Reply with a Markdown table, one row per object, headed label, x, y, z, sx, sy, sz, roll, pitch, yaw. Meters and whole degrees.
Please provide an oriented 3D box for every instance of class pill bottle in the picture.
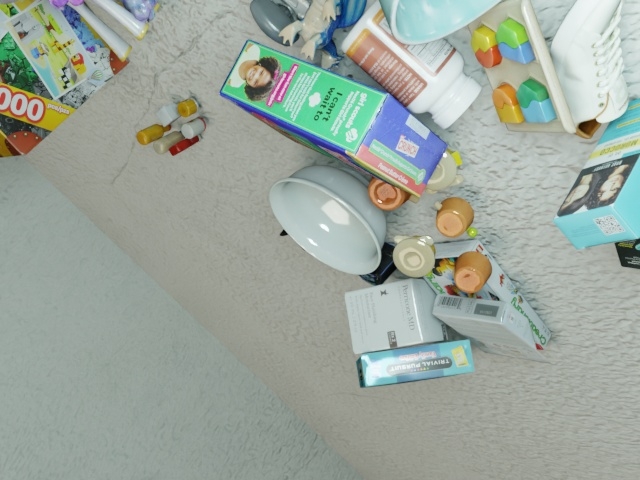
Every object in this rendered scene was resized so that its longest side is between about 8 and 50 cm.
| label | x | y | z | sx | sy | sz | roll | pitch | yaw |
| --- | --- | --- | --- | --- | --- | --- | --- | --- | --- |
| pill bottle | 0.149 | -0.283 | 1.159 | 0.216 | 0.121 | 0.121 | 41 | 154 | -5 |

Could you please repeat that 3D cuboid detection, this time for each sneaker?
| label | x | y | z | sx | sy | sz | roll | pitch | yaw |
| --- | --- | --- | --- | --- | --- | --- | --- | --- | --- |
| sneaker | 0.374 | -0.239 | 0.967 | 0.123 | 0.106 | 0.290 | 37 | 166 | 18 |

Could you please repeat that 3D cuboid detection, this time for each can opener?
| label | x | y | z | sx | sy | sz | roll | pitch | yaw |
| --- | --- | --- | --- | --- | --- | --- | --- | --- | --- |
| can opener | -0.129 | -0.465 | 1.265 | 0.280 | 0.093 | 0.074 | 44 | 155 | -1 |

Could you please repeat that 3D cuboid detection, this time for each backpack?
| label | x | y | z | sx | sy | sz | roll | pitch | yaw |
| --- | --- | --- | --- | --- | --- | --- | --- | --- | --- |
| backpack | 0.124 | 0.050 | 1.748 | 0.114 | 0.105 | 0.084 | 31 | 153 | 25 |

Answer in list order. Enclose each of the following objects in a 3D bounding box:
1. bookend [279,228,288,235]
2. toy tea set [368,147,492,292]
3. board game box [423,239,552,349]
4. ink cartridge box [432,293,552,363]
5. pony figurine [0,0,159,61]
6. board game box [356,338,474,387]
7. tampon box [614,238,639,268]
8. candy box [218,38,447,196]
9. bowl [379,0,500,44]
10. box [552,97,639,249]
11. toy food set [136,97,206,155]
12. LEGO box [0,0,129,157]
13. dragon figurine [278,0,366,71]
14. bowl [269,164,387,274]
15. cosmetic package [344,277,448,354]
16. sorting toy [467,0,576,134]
| label | x | y | z | sx | sy | sz | roll | pitch | yaw |
| --- | --- | --- | --- | --- | --- | --- | --- | --- | --- |
| bookend | 0.000 | 0.000 | 1.860 | 0.156 | 0.072 | 0.157 | 46 | 154 | -16 |
| toy tea set | 0.226 | -0.044 | 1.446 | 0.200 | 0.124 | 0.336 | -13 | 109 | 27 |
| board game box | 0.359 | 0.126 | 1.630 | 0.305 | 0.053 | 0.193 | 48 | 153 | -20 |
| ink cartridge box | 0.388 | 0.196 | 1.611 | 0.232 | 0.066 | 0.189 | 31 | 162 | -38 |
| pony figurine | -0.511 | -0.539 | 1.469 | 0.363 | 0.303 | 0.351 | 32 | 166 | -22 |
| board game box | 0.223 | 0.314 | 1.808 | 0.253 | 0.079 | 0.336 | -8 | 168 | 0 |
| tampon box | 0.519 | -0.039 | 1.105 | 0.120 | 0.101 | 0.161 | 11 | 144 | 44 |
| candy box | 0.027 | -0.211 | 1.279 | 0.317 | 0.122 | 0.268 | 27 | -177 | 32 |
| bowl | 0.159 | -0.394 | 0.825 | 0.163 | 0.311 | 0.311 | 55 | 156 | 12 |
| box | 0.414 | -0.100 | 0.976 | 0.060 | 0.244 | 0.100 | 45 | 153 | -15 |
| toy food set | -0.359 | -0.292 | 1.856 | 0.232 | 0.104 | 0.111 | -27 | 99 | 43 |
| LEGO box | -0.763 | -0.499 | 1.684 | 0.193 | 0.372 | 0.500 | 5 | 139 | 48 |
| dragon figurine | 0.018 | -0.389 | 1.194 | 0.085 | 0.144 | 0.289 | 35 | 135 | 9 |
| bowl | 0.040 | -0.071 | 1.626 | 0.298 | 0.134 | 0.298 | 30 | 153 | 16 |
| cosmetic package | 0.180 | 0.179 | 1.711 | 0.183 | 0.151 | 0.151 | -16 | 168 | 31 |
| sorting toy | 0.271 | -0.238 | 1.022 | 0.193 | 0.038 | 0.208 | 64 | 176 | -15 |
